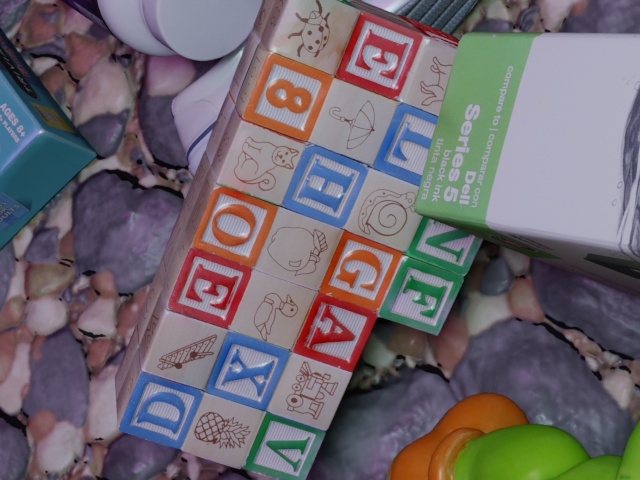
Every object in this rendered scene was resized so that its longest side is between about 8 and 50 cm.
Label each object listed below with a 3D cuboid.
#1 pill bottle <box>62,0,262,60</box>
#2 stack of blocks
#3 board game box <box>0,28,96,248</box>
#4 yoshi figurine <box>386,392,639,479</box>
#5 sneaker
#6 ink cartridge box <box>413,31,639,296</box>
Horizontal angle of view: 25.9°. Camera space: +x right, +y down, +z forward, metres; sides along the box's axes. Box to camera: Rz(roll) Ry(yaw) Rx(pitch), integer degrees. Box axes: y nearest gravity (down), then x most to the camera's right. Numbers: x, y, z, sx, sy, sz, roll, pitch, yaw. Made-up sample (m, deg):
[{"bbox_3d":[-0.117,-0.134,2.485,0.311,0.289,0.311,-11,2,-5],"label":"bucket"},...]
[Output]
[{"bbox_3d":[-0.123,-0.193,0.984,0.193,0.108,0.108,36,95,48],"label":"pill bottle"},{"bbox_3d":[0.000,0.000,0.888,0.171,0.087,0.297,20,103,-15],"label":"stack of blocks"},{"bbox_3d":[-0.378,-0.049,1.115,0.336,0.079,0.254,-44,67,10],"label":"board game box"},{"bbox_3d":[0.205,0.147,0.728,0.362,0.203,0.203,-16,46,58],"label":"yoshi figurine"},{"bbox_3d":[-0.003,-0.139,0.963,0.258,0.094,0.091,-36,70,13],"label":"sneaker"},{"bbox_3d":[0.218,-0.025,0.734,0.272,0.198,0.115,13,85,53],"label":"ink cartridge box"}]
